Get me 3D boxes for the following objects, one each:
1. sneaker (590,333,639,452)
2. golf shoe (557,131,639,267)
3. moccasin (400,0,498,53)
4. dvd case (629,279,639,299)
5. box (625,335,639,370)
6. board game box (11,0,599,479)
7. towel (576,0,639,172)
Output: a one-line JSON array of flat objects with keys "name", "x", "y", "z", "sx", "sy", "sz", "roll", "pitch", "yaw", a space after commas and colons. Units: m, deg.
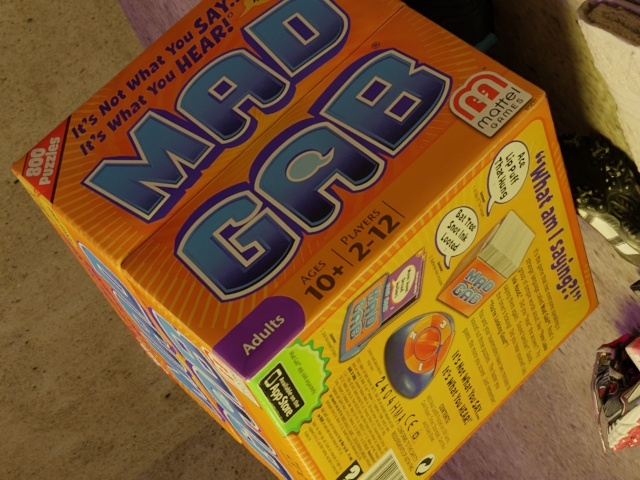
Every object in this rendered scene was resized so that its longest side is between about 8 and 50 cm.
[{"name": "sneaker", "x": 0.336, "y": 0.155, "z": 1.633, "sx": 0.299, "sy": 0.121, "sz": 0.112, "roll": 71, "pitch": 177, "yaw": -83}, {"name": "golf shoe", "x": 0.281, "y": -0.024, "z": 1.463, "sx": 0.198, "sy": 0.077, "sz": 0.094, "roll": 48, "pitch": 169, "yaw": 38}, {"name": "moccasin", "x": 0.048, "y": -0.301, "z": 1.548, "sx": 0.342, "sy": 0.138, "sz": 0.117, "roll": 31, "pitch": 155, "yaw": 31}, {"name": "dvd case", "x": 0.390, "y": 0.126, "z": 1.526, "sx": 0.221, "sy": 0.018, "sz": 0.164, "roll": 52, "pitch": -177, "yaw": 6}, {"name": "box", "x": 0.416, "y": 0.170, "z": 1.289, "sx": 0.300, "sy": 0.142, "sz": 0.154, "roll": 55, "pitch": 170, "yaw": -5}, {"name": "board game box", "x": 0.000, "y": 0.000, "z": 1.487, "sx": 0.356, "sy": 0.356, "sz": 0.356, "roll": 38, "pitch": 165, "yaw": 35}, {"name": "towel", "x": 0.313, "y": -0.077, "z": 1.206, "sx": 0.282, "sy": 0.049, "sz": 0.187, "roll": 41, "pitch": 163, "yaw": 55}]
